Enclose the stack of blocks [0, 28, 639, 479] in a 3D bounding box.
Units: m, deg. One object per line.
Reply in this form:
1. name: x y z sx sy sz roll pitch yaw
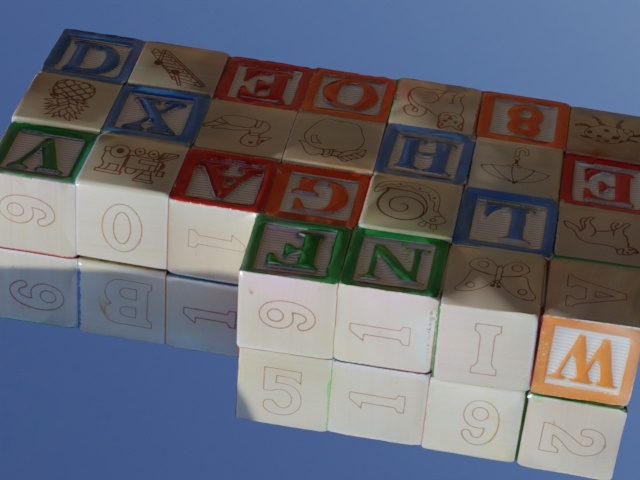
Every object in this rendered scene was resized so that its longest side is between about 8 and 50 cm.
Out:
1. stack of blocks: 0.000 0.000 0.870 0.297 0.087 0.171 9 -143 6
